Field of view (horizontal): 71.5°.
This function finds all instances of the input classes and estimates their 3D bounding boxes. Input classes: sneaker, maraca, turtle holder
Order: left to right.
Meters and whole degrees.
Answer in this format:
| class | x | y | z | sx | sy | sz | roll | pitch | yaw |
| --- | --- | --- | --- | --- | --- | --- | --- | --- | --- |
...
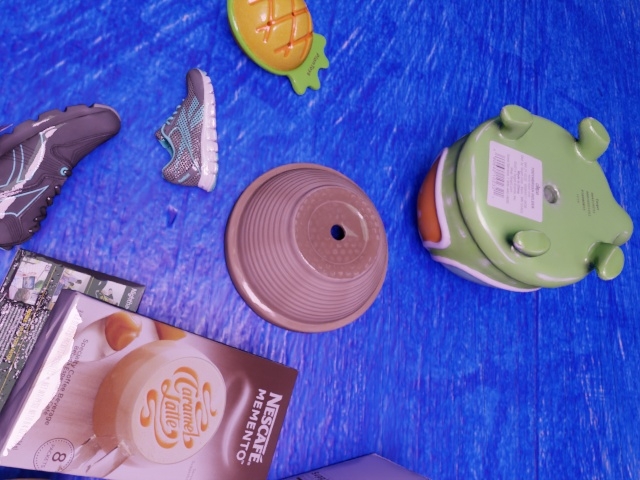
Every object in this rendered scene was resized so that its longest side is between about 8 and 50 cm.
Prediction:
| class | x | y | z | sx | sy | sz | roll | pitch | yaw |
| --- | --- | --- | --- | --- | --- | --- | --- | --- | --- |
| sneaker | -0.328 | -0.057 | 0.477 | 0.267 | 0.101 | 0.106 | -37 | 111 | -22 |
| sneaker | -0.172 | -0.145 | 0.568 | 0.076 | 0.065 | 0.166 | -1 | 78 | -19 |
| maraca | -0.055 | -0.293 | 0.633 | 0.186 | 0.099 | 0.127 | 33 | 74 | -40 |
| turtle holder | 0.289 | -0.050 | 0.651 | 0.320 | 0.227 | 0.243 | -17 | 84 | -26 |

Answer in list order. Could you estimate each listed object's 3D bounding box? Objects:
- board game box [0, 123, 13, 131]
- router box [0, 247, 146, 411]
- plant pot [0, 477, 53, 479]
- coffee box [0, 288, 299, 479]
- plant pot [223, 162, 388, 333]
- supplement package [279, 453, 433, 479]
| class | x | y | z | sx | sy | sz | roll | pitch | yaw |
| --- | --- | --- | --- | --- | --- | --- | --- | --- | --- |
| board game box | -0.373 | -0.091 | 0.413 | 0.133 | 0.169 | 0.033 | -42 | 126 | -31 |
| router box | -0.283 | 0.114 | 0.471 | 0.133 | 0.046 | 0.178 | 21 | 72 | -19 |
| plant pot | -0.244 | 0.316 | 0.291 | 0.254 | 0.254 | 0.239 | -2 | 90 | -23 |
| coffee box | -0.160 | 0.157 | 0.451 | 0.246 | 0.098 | 0.141 | 29 | 69 | -33 |
| plant pot | 0.000 | 0.000 | 0.582 | 0.237 | 0.110 | 0.237 | 5 | 76 | -21 |
| supplement package | -0.016 | 0.363 | 0.458 | 0.293 | 0.175 | 0.177 | -4 | 79 | -23 |
